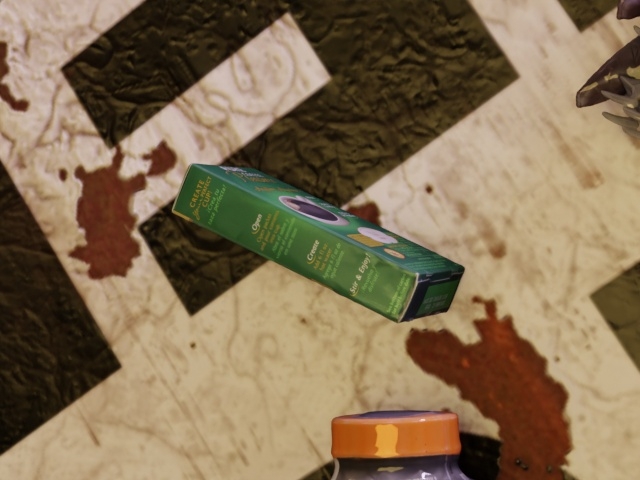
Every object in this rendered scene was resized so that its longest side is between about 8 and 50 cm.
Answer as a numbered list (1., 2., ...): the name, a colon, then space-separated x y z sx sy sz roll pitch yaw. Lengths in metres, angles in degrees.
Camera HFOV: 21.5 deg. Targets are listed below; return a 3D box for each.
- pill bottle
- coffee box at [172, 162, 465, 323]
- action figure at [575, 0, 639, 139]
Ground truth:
1. pill bottle: 0.056 0.238 1.137 0.130 0.130 0.245 -4 86 20
2. coffee box: 0.000 0.000 1.176 0.184 0.113 0.040 26 100 18
3. action figure: 0.293 -0.048 1.050 0.099 0.185 0.285 -30 59 -22
